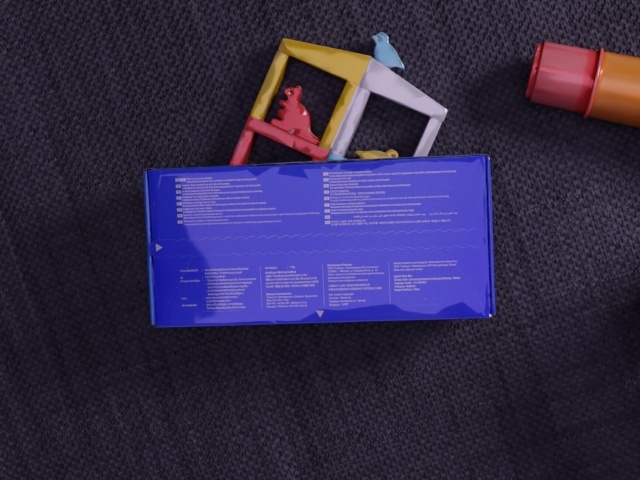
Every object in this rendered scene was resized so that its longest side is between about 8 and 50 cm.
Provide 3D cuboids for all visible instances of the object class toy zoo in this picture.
[{"bbox_3d":[0.007,-0.084,1.217,0.192,0.030,0.293,24,95,4],"label":"toy zoo"}]

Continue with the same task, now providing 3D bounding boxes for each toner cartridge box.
[{"bbox_3d":[0.000,0.000,1.169,0.348,0.075,0.165,-2,93,6],"label":"toner cartridge box"}]

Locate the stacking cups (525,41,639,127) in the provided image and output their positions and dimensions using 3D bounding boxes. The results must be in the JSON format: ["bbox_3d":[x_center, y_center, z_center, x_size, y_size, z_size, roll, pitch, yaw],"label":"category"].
[{"bbox_3d":[0.368,-0.143,1.146,0.316,0.096,0.096,14,95,4],"label":"stacking cups"}]
